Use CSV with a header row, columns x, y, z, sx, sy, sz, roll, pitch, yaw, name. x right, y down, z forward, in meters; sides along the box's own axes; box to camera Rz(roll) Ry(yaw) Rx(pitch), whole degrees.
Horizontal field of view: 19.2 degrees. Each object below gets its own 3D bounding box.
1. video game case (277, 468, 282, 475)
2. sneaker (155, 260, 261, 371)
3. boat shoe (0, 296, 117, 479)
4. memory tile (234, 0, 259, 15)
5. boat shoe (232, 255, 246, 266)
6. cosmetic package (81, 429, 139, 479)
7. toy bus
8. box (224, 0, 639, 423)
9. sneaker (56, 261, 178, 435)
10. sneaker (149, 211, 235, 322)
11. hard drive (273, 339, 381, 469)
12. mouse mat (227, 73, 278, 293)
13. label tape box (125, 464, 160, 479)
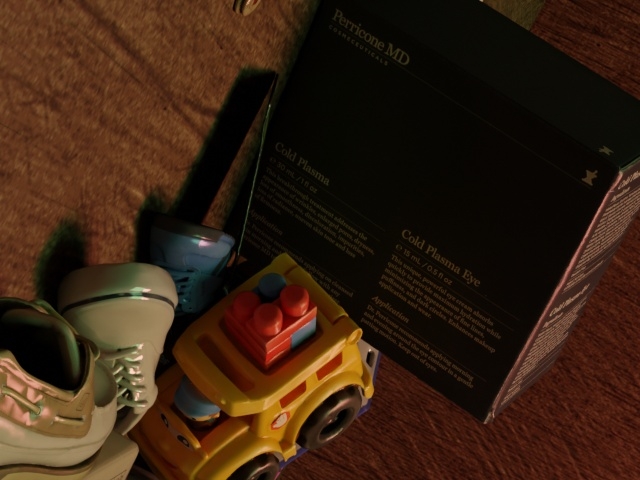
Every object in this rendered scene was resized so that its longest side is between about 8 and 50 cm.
x,y,z,sx,sy,sz,roll,pitch,yaw,name
-0.152,0.320,2.244,0.210,0.042,0.232,-22,-158,41,video game case
-0.090,0.074,1.932,0.267,0.101,0.106,-49,164,-58,sneaker
-0.196,0.098,1.274,0.103,0.113,0.302,-57,172,10,boat shoe
-0.024,-0.254,1.499,0.113,0.012,0.148,-54,169,-45,memory tile
-0.059,0.073,2.124,0.302,0.098,0.109,-61,172,2,boat shoe
-0.250,0.212,1.340,0.160,0.113,0.309,-62,173,8,cosmetic package
-0.067,0.118,1.716,0.220,0.149,0.211,-37,157,-17,toy bus
0.127,-0.055,1.889,0.179,0.343,0.312,-31,151,-55,box
-0.155,0.090,1.483,0.258,0.094,0.091,101,-18,-69,sneaker
-0.119,0.029,1.663,0.209,0.069,0.082,89,21,-79,sneaker
-0.067,0.213,2.158,0.319,0.040,0.210,-36,-164,22,hard drive
-0.061,-0.055,1.732,0.152,0.007,0.189,-90,-169,-79,mouse mat
-0.250,0.310,1.708,0.240,0.106,0.334,-61,175,2,label tape box
